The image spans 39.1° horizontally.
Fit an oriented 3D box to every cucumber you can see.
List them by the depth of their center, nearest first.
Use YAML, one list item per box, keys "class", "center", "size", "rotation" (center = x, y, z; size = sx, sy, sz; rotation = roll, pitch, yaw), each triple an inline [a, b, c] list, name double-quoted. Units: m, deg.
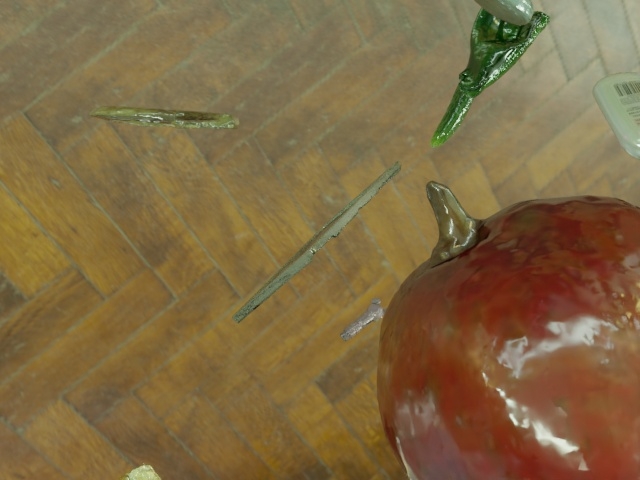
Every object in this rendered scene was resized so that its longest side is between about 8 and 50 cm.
- class: "cucumber"
  center: [0.246, -0.236, 1.606]
  size: [0.039, 0.039, 0.168]
  rotation: [31, 86, -38]

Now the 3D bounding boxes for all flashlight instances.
- class: "flashlight"
  center: [0.085, 0.159, 1.762]
  size: [0.110, 0.052, 0.031]
  rotation: [-37, 147, -16]

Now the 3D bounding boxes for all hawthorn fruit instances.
- class: "hawthorn fruit"
  center: [0.124, 0.074, 0.493]
  size: [0.215, 0.215, 0.250]
  rotation: [-40, 94, -9]

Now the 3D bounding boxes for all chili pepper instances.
- class: "chili pepper"
  center: [0.270, -0.302, 1.387]
  size: [0.216, 0.108, 0.062]
  rotation: [-52, 150, -27]

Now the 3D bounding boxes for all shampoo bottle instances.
- class: "shampoo bottle"
  center: [0.495, -0.166, 1.355]
  size: [0.108, 0.221, 0.051]
  rotation: [-5, 142, -11]

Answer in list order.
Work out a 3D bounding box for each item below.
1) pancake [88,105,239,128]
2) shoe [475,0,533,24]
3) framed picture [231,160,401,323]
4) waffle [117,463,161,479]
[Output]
- class: "pancake"
  center: [-0.238, -0.187, 1.371]
  size: [0.235, 0.212, 0.029]
  rotation: [-6, 103, -52]
- class: "shoe"
  center: [0.185, -0.337, 1.048]
  size: [0.195, 0.079, 0.078]
  rotation: [36, 91, -8]
- class: "framed picture"
  center: [0.000, 0.000, 1.303]
  size: [0.209, 0.019, 0.281]
  rotation: [-42, -177, 40]
- class: "waffle"
  center: [-0.255, 0.467, 1.307]
  size: [0.221, 0.055, 0.248]
  rotation: [-39, 95, 26]
